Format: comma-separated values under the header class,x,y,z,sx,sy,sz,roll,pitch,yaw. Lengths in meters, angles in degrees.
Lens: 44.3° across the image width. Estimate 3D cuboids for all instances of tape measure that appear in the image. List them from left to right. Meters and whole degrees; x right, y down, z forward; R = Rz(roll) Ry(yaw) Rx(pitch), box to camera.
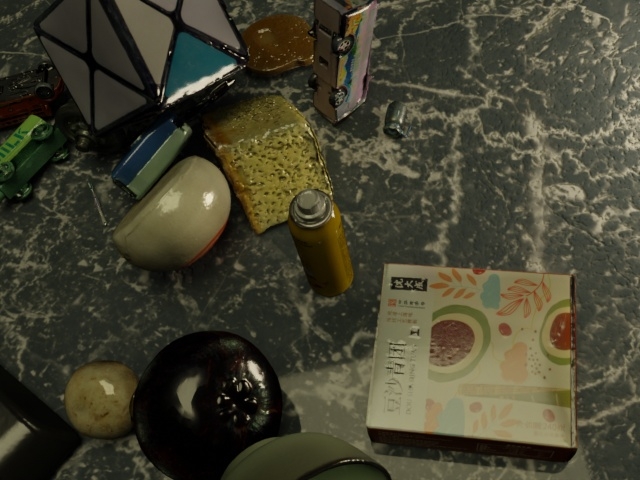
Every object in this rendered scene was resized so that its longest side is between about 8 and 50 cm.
class,x,y,z,sx,sy,sz,roll,pitch,yaw
tape measure,-0.342,-0.250,1.795,0.098,0.215,0.351,43,85,-16

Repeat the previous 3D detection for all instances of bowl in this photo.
class,x,y,z,sx,sy,sz,roll,pitch,yaw
bowl,-0.063,0.471,1.385,0.354,0.354,0.185,-40,45,-12

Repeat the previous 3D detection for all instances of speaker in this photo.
class,x,y,z,sx,sy,sz,roll,pitch,yaw
speaker,-0.704,0.344,1.607,0.388,0.184,0.180,33,72,21

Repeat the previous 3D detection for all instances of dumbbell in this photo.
class,x,y,z,sx,sy,sz,roll,pitch,yaw
dumbbell,-0.517,-0.392,1.960,0.179,0.179,0.406,11,64,13

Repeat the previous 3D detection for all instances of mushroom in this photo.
class,x,y,z,sx,sy,sz,roll,pitch,yaw
mushroom,-0.441,0.327,1.615,0.166,0.127,0.166,-2,84,17

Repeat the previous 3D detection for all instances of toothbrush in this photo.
class,x,y,z,sx,sy,sz,roll,pitch,yaw
toothbrush,-0.539,-0.088,1.900,0.011,0.013,0.131,-28,65,-1

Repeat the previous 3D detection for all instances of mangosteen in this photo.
class,x,y,z,sx,sy,sz,roll,pitch,yaw
mangosteen,-0.224,0.327,1.510,0.300,0.300,0.300,-3,63,6

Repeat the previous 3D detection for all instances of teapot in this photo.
class,x,y,z,sx,sy,sz,roll,pitch,yaw
teapot,0.183,-0.286,1.884,0.049,0.063,0.083,-5,60,41

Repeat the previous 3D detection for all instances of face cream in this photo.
class,x,y,z,sx,sy,sz,roll,pitch,yaw
face cream,0.000,0.000,1.587,0.105,0.348,0.105,-3,63,6

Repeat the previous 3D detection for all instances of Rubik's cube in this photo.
class,x,y,z,sx,sy,sz,roll,pitch,yaw
Rubik's cube,-0.391,-0.438,1.754,0.307,0.310,0.305,-13,17,46

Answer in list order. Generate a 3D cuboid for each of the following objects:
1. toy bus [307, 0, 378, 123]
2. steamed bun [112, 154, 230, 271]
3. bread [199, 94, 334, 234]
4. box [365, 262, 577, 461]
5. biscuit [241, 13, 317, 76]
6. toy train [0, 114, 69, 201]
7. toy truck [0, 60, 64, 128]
class,x,y,z,sx,sy,sz,roll,pitch,yaw
toy bus,0.051,-0.430,1.828,0.138,0.317,0.112,-31,60,-24
steamed bun,-0.307,-0.043,1.719,0.177,0.283,0.283,43,72,-17
bread,-0.138,-0.193,1.869,0.249,0.279,0.315,-22,20,-4
box,0.301,0.234,1.553,0.385,0.122,0.344,3,64,10
biscuit,-0.112,-0.498,2.027,0.208,0.049,0.181,-21,62,-3
toy train,-0.745,-0.207,1.947,0.157,0.105,0.253,22,66,32
toy truck,-0.770,-0.366,2.016,0.253,0.114,0.107,-14,51,2
